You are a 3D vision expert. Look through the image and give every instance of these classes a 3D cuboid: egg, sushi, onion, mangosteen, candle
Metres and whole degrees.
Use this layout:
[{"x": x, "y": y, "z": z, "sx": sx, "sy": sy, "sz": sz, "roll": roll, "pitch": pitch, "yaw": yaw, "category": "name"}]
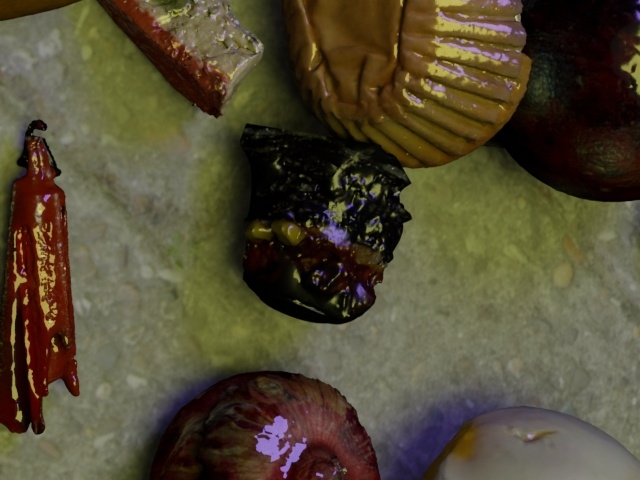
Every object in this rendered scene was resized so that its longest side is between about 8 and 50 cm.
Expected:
[{"x": 0.231, "y": 0.350, "z": 1.723, "sx": 0.283, "sy": 0.283, "sz": 0.345, "roll": -19, "pitch": 117, "yaw": -23, "category": "egg"}, {"x": 0.000, "y": 0.000, "z": 1.612, "sx": 0.172, "sy": 0.153, "sz": 0.150, "roll": 52, "pitch": 52, "yaw": -60, "category": "sushi"}, {"x": -0.048, "y": 0.249, "z": 1.617, "sx": 0.246, "sy": 0.190, "sz": 0.246, "roll": 6, "pitch": 78, "yaw": -30, "category": "onion"}, {"x": 0.268, "y": -0.191, "z": 1.677, "sx": 0.306, "sy": 0.359, "sz": 0.306, "roll": -9, "pitch": 101, "yaw": -60, "category": "mangosteen"}, {"x": -0.271, "y": 0.036, "z": 1.542, "sx": 0.084, "sy": 0.059, "sz": 0.302, "roll": -6, "pitch": 101, "yaw": -35, "category": "candle"}]

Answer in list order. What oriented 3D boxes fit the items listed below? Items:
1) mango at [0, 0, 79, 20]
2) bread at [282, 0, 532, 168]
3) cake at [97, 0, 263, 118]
[{"x": -0.279, "y": -0.298, "z": 1.376, "sx": 0.378, "sy": 0.264, "sz": 0.221, "roll": -14, "pitch": 124, "yaw": -42, "category": "mango"}, {"x": 0.072, "y": -0.199, "z": 1.561, "sx": 0.149, "sy": 0.274, "sz": 0.274, "roll": -13, "pitch": 106, "yaw": -54, "category": "bread"}, {"x": -0.149, "y": -0.216, "z": 1.571, "sx": 0.220, "sy": 0.117, "sz": 0.086, "roll": 43, "pitch": 74, "yaw": 8, "category": "cake"}]
